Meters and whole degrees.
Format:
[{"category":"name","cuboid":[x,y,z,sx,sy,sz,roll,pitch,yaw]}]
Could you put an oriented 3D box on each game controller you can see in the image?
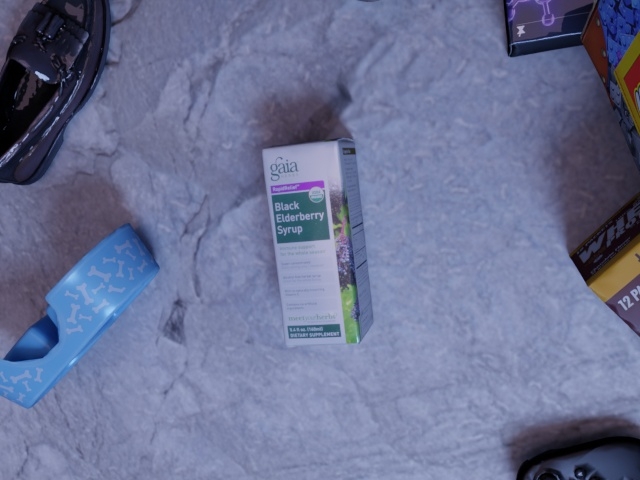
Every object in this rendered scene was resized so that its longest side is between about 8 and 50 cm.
[{"category":"game controller","cuboid":[0.345,0.386,0.756,0.166,0.067,0.319,-17,94,17]}]

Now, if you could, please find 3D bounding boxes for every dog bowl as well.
[{"category":"dog bowl","cuboid":[-0.324,0.106,0.857,0.074,0.166,0.297,42,106,-5]}]

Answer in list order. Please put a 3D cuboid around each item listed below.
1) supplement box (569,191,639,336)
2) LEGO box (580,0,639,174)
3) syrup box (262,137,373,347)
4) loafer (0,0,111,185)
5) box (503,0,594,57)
[{"category":"supplement box","cuboid":[0.369,0.053,0.637,0.194,0.191,0.129,45,106,6]},{"category":"LEGO box","cuboid":[0.493,-0.092,0.417,0.500,0.193,0.373,-17,78,7]},{"category":"syrup box","cuboid":[0.000,0.000,0.782,0.093,0.096,0.237,-5,97,16]},{"category":"loafer","cuboid":[-0.371,-0.205,0.855,0.109,0.095,0.303,31,105,9]},{"category":"box","cuboid":[0.314,-0.302,0.652,0.261,0.103,0.184,-6,99,16]}]
